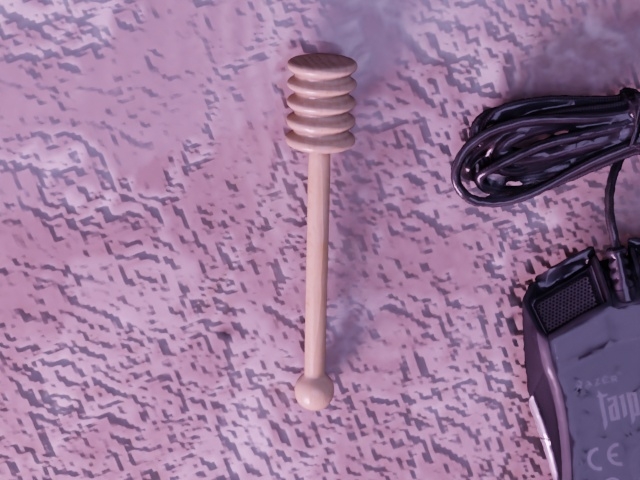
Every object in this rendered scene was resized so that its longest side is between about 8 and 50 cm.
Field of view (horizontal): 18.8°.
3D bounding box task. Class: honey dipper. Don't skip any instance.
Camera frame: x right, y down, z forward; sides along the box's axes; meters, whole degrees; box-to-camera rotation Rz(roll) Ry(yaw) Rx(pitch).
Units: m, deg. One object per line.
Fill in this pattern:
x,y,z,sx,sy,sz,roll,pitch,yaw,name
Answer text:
0.000,0.000,0.839,0.030,0.030,0.161,-3,109,-9,honey dipper

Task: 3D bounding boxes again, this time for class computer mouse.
0.174,0.044,0.871,0.184,0.060,0.262,-18,98,0,computer mouse
